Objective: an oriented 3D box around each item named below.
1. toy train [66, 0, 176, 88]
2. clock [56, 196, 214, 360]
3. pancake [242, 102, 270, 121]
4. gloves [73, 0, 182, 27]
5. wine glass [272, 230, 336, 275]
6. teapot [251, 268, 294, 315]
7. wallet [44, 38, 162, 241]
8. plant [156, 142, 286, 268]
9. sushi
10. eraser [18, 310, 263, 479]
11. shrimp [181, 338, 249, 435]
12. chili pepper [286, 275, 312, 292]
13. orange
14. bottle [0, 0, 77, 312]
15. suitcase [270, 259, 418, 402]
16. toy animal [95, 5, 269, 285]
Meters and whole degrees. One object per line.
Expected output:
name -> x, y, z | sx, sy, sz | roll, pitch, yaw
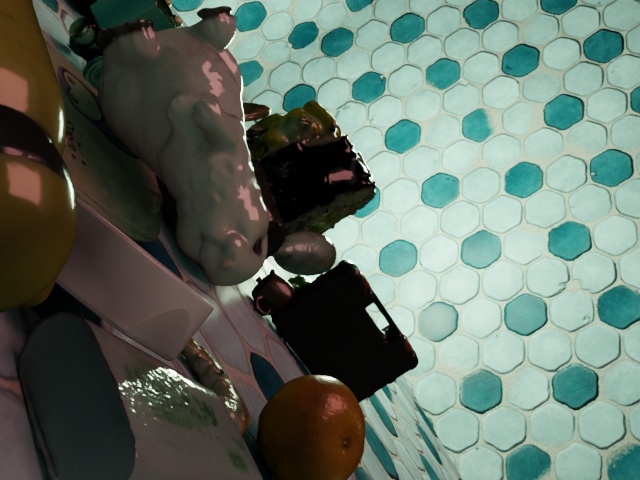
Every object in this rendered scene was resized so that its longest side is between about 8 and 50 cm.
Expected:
toy train -> -0.310, -0.318, 1.475 | 0.120, 0.194, 0.298 | 59, 5, 31
clock -> -0.198, 0.029, 0.786 | 0.197, 0.068, 0.197 | 37, -8, 6
pancake -> -0.239, -0.274, 1.788 | 0.250, 0.250, 0.031 | -102, -171, -75
gloves -> -0.429, -0.515, 1.723 | 0.301, 0.152, 0.197 | 30, 21, -16
wine glass -> 0.000, 0.000, 1.538 | 0.310, 0.264, 0.096 | 7, 69, -62
teapot -> -0.103, 0.102, 1.597 | 0.068, 0.076, 0.121 | 46, 37, -13
wallet -> -0.308, -0.137, 1.101 | 0.275, 0.068, 0.335 | 52, 9, -47
plant -> -0.194, -0.104, 1.378 | 0.320, 0.182, 0.194 | 58, 11, 28
sushi -> -0.075, -0.146, 1.763 | 0.285, 0.328, 0.329 | 65, 6, 8
eraser -> -0.148, 0.170, 0.719 | 0.174, 0.081, 0.227 | 58, 6, 34
shrimp -> -0.143, 0.164, 0.990 | 0.166, 0.049, 0.161 | 55, 3, -5
chili pepper -> -0.031, 0.149, 1.917 | 0.073, 0.072, 0.204 | 55, 5, -41
orange -> -0.016, 0.258, 1.104 | 0.136, 0.159, 0.159 | 4, -39, 43
bottle -> -0.283, -0.096, 0.623 | 0.171, 0.172, 0.351 | 50, 12, -55
suitcase -> 0.052, 0.198, 1.675 | 0.285, 0.206, 0.066 | 56, 2, -24
toy animal -> -0.168, -0.114, 1.090 | 0.258, 0.194, 0.357 | -2, -75, 70
